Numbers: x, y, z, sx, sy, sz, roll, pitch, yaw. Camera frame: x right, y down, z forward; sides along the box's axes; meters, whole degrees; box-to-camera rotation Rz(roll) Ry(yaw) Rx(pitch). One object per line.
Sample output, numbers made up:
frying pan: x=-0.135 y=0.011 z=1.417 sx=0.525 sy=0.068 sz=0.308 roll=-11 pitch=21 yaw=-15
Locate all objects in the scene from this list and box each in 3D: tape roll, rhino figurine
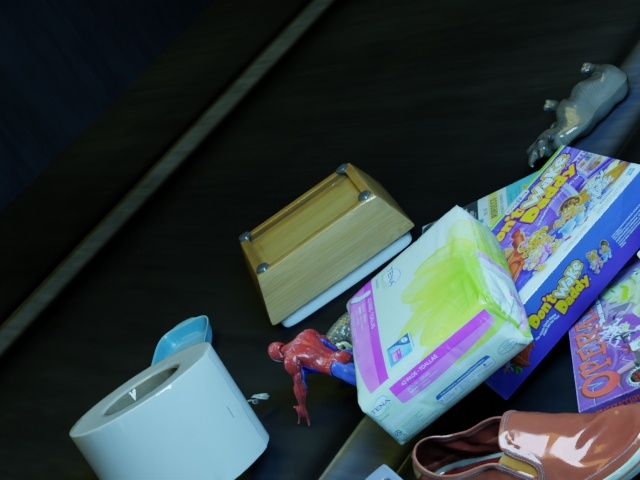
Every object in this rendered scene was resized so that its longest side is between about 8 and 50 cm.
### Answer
tape roll: x=-0.219 y=0.284 z=2.070 sx=0.246 sy=0.169 sz=0.246 roll=-30 pitch=8 yaw=5
rhino figurine: x=0.417 y=-0.205 z=2.332 sx=0.243 sy=0.073 sz=0.106 roll=-46 pitch=24 yaw=-20

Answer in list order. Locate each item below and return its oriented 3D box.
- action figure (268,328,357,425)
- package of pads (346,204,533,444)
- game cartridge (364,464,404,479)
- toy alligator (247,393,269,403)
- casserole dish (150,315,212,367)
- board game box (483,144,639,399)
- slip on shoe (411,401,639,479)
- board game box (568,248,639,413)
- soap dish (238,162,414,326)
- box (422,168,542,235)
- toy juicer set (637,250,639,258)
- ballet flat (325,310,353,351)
action figure: x=0.050 y=0.208 z=2.053 sx=0.280 sy=0.139 sz=0.091 roll=11 pitch=44 yaw=29
package of pads: x=0.150 y=0.098 z=1.856 sx=0.229 sy=0.101 sz=0.296 roll=-42 pitch=21 yaw=15
game cartridge: x=0.080 y=0.412 z=1.615 sx=0.230 sy=0.068 sz=0.355 roll=-35 pitch=30 yaw=-13
toy alligator: x=-0.155 y=0.278 z=2.217 sx=0.190 sy=0.056 sz=0.051 roll=-14 pitch=73 yaw=36
casserole dish: x=-0.239 y=0.203 z=2.472 sx=0.114 sy=0.037 sz=0.188 roll=-27 pitch=26 yaw=17
board game box: x=0.296 y=0.035 z=1.944 sx=0.347 sy=0.078 sz=0.233 roll=-49 pitch=20 yaw=-4
slip on shoe: x=0.253 y=0.251 z=1.680 sx=0.331 sy=0.101 sz=0.123 roll=-18 pitch=27 yaw=30
board game box: x=0.421 y=0.090 z=1.826 sx=0.208 sy=0.056 sz=0.347 roll=-30 pitch=25 yaw=21
soap dish: x=0.000 y=0.000 z=2.436 sx=0.291 sy=0.118 sz=0.229 roll=-35 pitch=24 yaw=2
box: x=0.277 y=-0.027 z=2.200 sx=0.244 sy=0.060 sz=0.100 roll=-26 pitch=26 yaw=18
toy juicer set: x=0.550 y=0.062 z=1.668 sx=0.329 sy=0.089 sz=0.209 roll=-15 pitch=39 yaw=19
ballet flat: x=0.105 y=0.120 z=2.139 sx=0.250 sy=0.084 sz=0.058 roll=-34 pitch=22 yaw=-12
